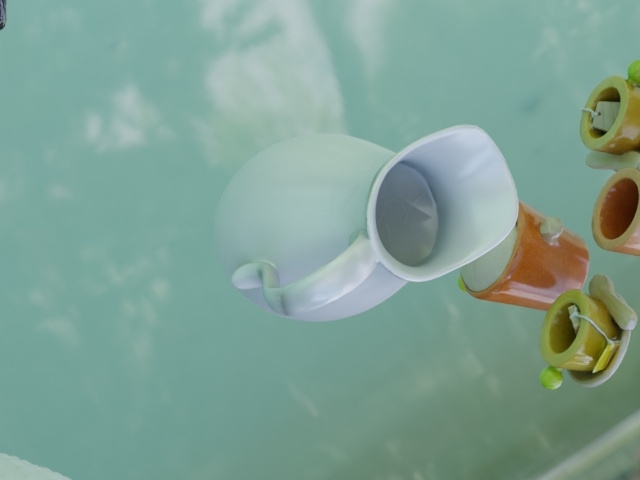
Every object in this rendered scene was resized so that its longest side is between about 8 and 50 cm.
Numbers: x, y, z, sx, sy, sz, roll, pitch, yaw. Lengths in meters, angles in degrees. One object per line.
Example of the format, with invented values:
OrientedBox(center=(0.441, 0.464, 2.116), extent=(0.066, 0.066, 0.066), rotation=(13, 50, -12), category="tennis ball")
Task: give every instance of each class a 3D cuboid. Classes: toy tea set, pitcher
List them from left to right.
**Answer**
OrientedBox(center=(0.000, 0.000, 1.185), extent=(0.177, 0.125, 0.207), rotation=(-31, -167, -33), category="pitcher")
OrientedBox(center=(0.224, -0.050, 1.561), extent=(0.124, 0.200, 0.336), rotation=(19, 105, -25), category="toy tea set")

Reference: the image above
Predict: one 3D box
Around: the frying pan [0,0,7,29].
OrientedBox(center=(-0.200, -0.269, 1.091), extent=(0.053, 0.326, 0.197), rotation=(-7, -161, -3), category="frying pan")

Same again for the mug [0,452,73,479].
OrientedBox(center=(-0.345, 0.302, 1.592), extent=(0.276, 0.328, 0.374), rotation=(-66, 161, -10), category="mug")
